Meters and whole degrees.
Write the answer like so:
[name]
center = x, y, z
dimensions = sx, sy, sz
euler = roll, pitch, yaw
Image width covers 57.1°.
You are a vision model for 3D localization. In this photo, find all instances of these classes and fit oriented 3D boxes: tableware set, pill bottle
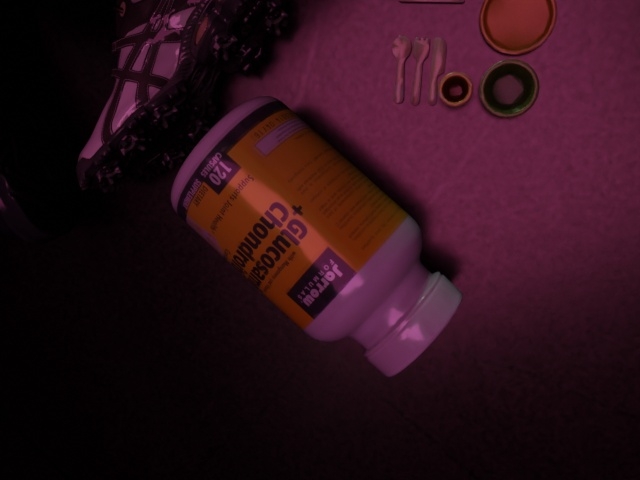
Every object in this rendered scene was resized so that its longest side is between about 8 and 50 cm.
[tableware set]
center = 0.100, -0.159, 0.378
dimensions = 0.104, 0.024, 0.154
euler = 7, 101, 12
[pill bottle]
center = 0.000, 0.000, 0.388
dimensions = 0.184, 0.103, 0.103
euler = 42, 106, 4

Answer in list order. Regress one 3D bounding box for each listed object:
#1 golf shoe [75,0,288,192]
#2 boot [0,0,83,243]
[golf shoe]
center = -0.114, -0.122, 0.418
dimensions = 0.198, 0.077, 0.094
euler = -46, 76, 10
[boot]
center = -0.317, -0.078, 0.454
dimensions = 0.207, 0.094, 0.246
euler = -25, 87, 13
